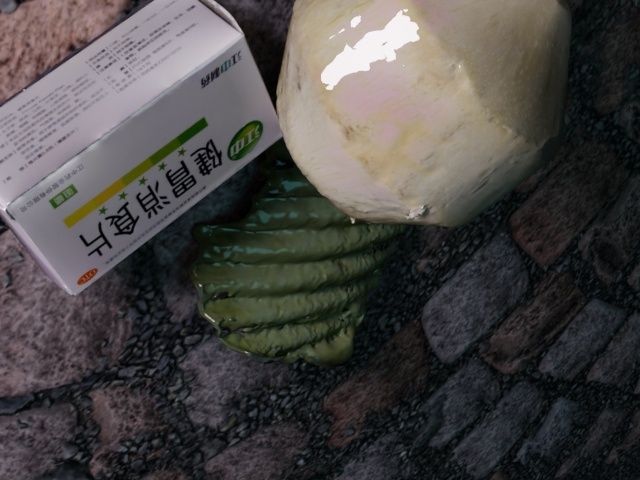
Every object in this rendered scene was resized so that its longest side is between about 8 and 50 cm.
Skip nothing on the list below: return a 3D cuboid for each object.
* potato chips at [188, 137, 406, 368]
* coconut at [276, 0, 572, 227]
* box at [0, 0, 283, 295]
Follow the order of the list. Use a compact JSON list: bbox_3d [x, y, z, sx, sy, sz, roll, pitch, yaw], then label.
[{"bbox_3d":[0.005,0.004,1.675,0.389,0.097,0.373,23,100,-50],"label":"potato chips"},{"bbox_3d":[0.123,-0.195,1.338,0.352,0.352,0.353,-25,138,-26],"label":"coconut"},{"bbox_3d":[-0.213,-0.118,1.317,0.333,0.145,0.173,-38,144,-12],"label":"box"}]
